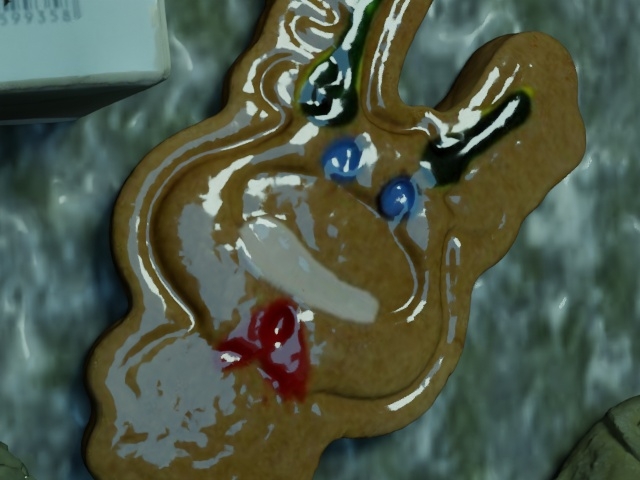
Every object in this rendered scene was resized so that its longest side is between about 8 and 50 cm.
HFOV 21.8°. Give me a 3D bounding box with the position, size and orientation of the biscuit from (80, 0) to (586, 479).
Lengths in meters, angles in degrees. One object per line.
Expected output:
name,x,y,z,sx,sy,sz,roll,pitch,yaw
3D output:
biscuit,0.000,0.000,0.857,0.202,0.047,0.334,37,79,-15

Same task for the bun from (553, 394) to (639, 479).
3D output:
bun,0.211,0.163,0.890,0.173,0.113,0.167,-29,99,-18

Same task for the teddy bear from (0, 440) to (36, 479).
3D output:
teddy bear,-0.158,0.221,0.749,0.357,0.224,0.368,-23,81,-17

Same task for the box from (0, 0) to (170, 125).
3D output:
box,-0.167,-0.221,0.709,0.143,0.225,0.341,-5,92,-17
